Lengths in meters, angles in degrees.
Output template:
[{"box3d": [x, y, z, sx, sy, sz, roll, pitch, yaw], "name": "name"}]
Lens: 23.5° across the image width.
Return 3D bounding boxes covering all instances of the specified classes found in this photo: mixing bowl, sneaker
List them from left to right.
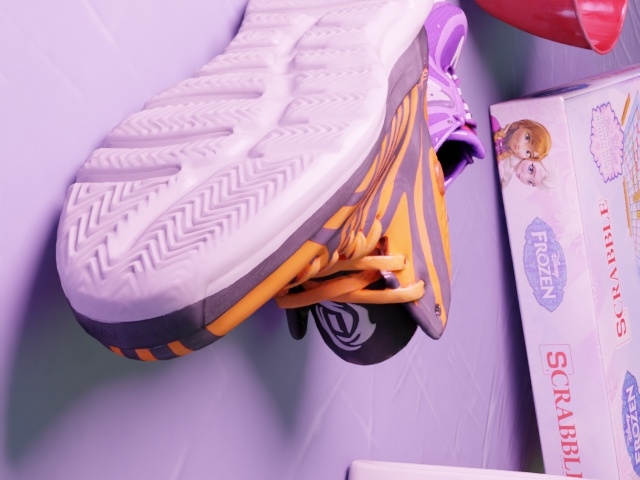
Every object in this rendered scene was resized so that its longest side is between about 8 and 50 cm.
[{"box3d": [0.000, 0.000, 0.706, 0.321, 0.125, 0.180, -54, 137, -52], "name": "sneaker"}, {"box3d": [0.069, -0.071, 0.923, 0.068, 0.071, 0.169, 57, 41, -52], "name": "sneaker"}, {"box3d": [0.148, -0.217, 1.060, 0.181, 0.098, 0.181, 1, 90, -65], "name": "mixing bowl"}]

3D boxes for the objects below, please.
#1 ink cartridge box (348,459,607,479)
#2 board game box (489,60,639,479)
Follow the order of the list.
[{"box3d": [0.121, 0.342, 0.950, 0.279, 0.160, 0.384, 28, 65, -65], "name": "ink cartridge box"}, {"box3d": [0.259, 0.019, 1.260, 0.318, 0.066, 0.318, -20, 102, -54], "name": "board game box"}]
